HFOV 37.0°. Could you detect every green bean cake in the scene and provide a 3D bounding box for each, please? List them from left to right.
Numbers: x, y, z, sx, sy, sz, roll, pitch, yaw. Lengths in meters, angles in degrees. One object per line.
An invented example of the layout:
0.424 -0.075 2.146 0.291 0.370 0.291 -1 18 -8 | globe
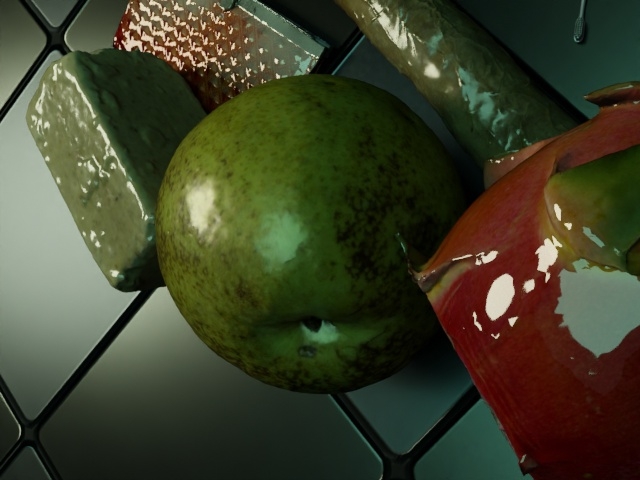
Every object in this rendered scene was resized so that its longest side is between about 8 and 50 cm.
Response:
-0.132 -0.055 0.715 0.085 0.109 0.179 -47 63 36 | green bean cake

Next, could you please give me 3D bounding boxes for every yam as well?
0.081 -0.125 0.636 0.066 0.066 0.299 -45 64 18 | yam

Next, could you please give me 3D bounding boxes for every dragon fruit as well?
0.171 0.026 0.472 0.227 0.224 0.224 -22 71 5 | dragon fruit

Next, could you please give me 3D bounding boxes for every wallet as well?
-0.086 -0.155 0.763 0.196 0.020 0.103 39 106 28 | wallet

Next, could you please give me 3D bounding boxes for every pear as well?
0.000 0.000 0.584 0.197 0.197 0.197 -5 81 30 | pear

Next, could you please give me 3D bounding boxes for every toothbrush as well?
0.173 -0.176 0.620 0.006 0.008 0.097 7 86 17 | toothbrush
